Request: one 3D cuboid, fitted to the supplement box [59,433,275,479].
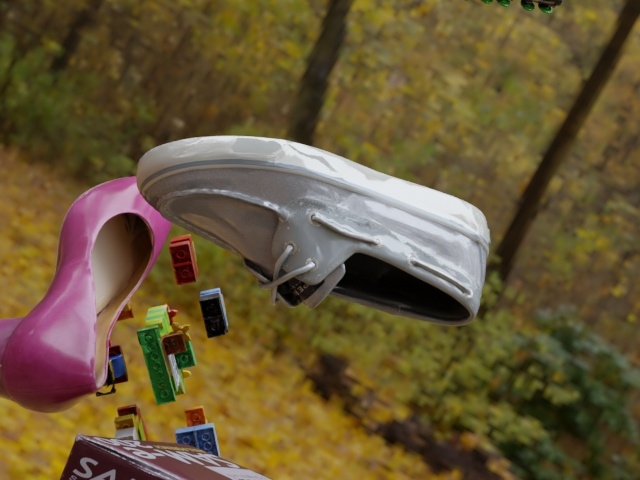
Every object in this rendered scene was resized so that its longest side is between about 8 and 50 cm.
[{"bbox_3d":[-0.099,0.212,0.715,0.073,0.239,0.130,21,-3,19],"label":"supplement box"}]

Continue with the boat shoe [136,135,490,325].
[{"bbox_3d":[0.000,0.001,0.942,0.228,0.081,0.079,14,-31,-21],"label":"boat shoe"}]

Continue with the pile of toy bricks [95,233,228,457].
[{"bbox_3d":[-0.128,0.084,1.273,0.118,0.212,0.105,-11,13,0],"label":"pile of toy bricks"}]

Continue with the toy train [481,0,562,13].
[{"bbox_3d":[0.101,-0.146,0.904,0.083,0.017,0.023,5,51,-27],"label":"toy train"}]

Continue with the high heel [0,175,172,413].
[{"bbox_3d":[-0.133,0.027,1.049,0.117,0.082,0.244,2,27,31],"label":"high heel"}]
